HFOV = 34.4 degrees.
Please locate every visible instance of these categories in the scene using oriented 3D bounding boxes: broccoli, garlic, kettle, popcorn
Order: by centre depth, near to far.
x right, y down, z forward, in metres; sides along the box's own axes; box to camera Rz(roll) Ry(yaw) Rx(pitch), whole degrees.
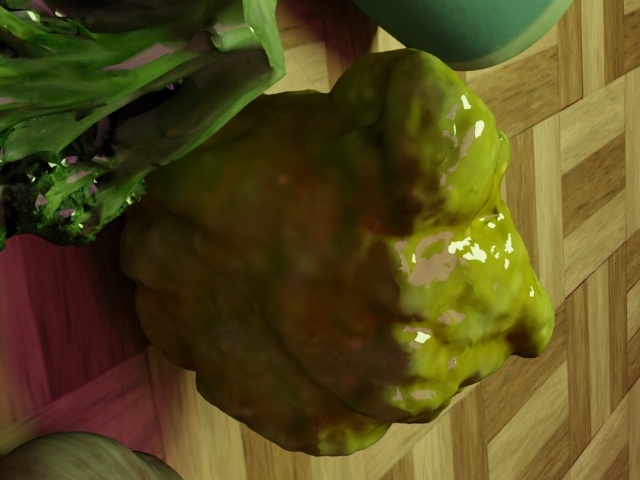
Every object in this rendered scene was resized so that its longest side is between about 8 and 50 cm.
[{"bbox_3d":[-0.167,-0.138,0.645,0.308,0.275,0.308,-10,90,-79],"label":"broccoli"},{"bbox_3d":[-0.185,0.275,0.751,0.207,0.207,0.257,37,27,-52],"label":"garlic"},{"bbox_3d":[0.002,0.012,0.840,0.292,0.334,0.293,51,27,-62],"label":"popcorn"},{"bbox_3d":[0.075,-0.374,1.028,0.342,0.247,0.319,23,45,-47],"label":"kettle"}]
